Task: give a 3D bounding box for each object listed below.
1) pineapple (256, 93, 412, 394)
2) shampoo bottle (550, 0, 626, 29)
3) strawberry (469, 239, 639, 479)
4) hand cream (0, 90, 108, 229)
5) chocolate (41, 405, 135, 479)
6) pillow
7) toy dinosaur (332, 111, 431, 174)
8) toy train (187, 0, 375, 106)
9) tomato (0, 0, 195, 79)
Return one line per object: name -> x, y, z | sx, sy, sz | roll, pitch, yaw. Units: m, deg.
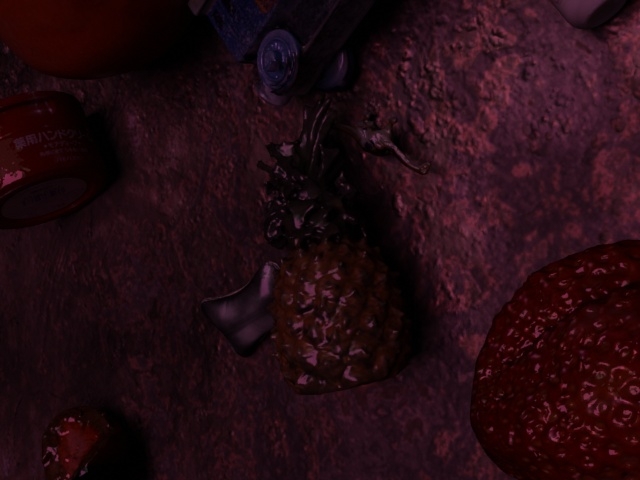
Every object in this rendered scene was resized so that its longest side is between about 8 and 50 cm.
pineapple -> 0.000, 0.000, 1.119 | 0.169, 0.169, 0.340 | -16, 82, 31
shampoo bottle -> 0.238, -0.306, 1.006 | 0.074, 0.074, 0.192 | -43, 69, 25
strawberry -> 0.283, 0.141, 0.892 | 0.288, 0.250, 0.238 | -25, 116, 9
hand cream -> -0.399, -0.108, 1.341 | 0.193, 0.193, 0.125 | -32, 77, 29
chocolate -> -0.323, 0.292, 1.347 | 0.127, 0.124, 0.133 | 103, 156, -46
pillow -> -0.082, 0.089, 1.227 | 0.136, 0.055, 0.091 | -29, 79, 31
toy dinosaur -> 0.059, -0.126, 1.139 | 0.180, 0.037, 0.058 | 32, 130, 46
toy train -> -0.010, -0.304, 1.112 | 0.299, 0.131, 0.202 | -48, 64, 36
tomato -> -0.314, -0.362, 1.206 | 0.273, 0.341, 0.341 | -31, 75, 45
